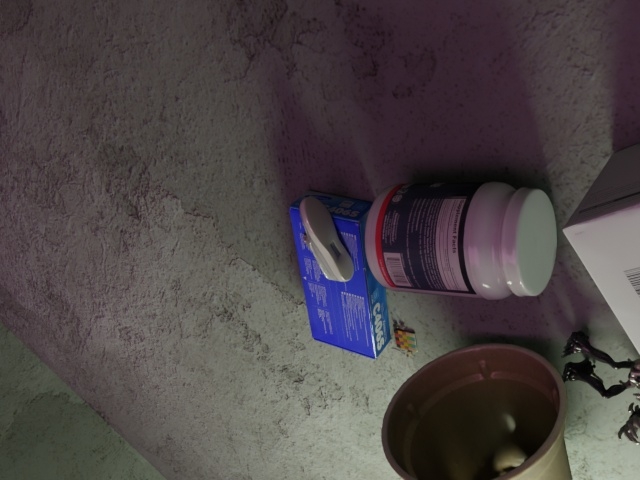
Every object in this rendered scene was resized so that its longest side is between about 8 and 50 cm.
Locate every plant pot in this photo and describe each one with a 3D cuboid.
[{"bbox_3d":[0.325,0.412,1.322,0.334,0.334,0.305,-3,127,41],"label":"plant pot"}]

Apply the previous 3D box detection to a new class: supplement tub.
[{"bbox_3d":[0.229,-0.002,1.193,0.272,0.191,0.191,3,122,38],"label":"supplement tub"}]

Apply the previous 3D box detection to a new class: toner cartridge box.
[{"bbox_3d":[0.045,0.074,1.487,0.165,0.075,0.347,13,129,30],"label":"toner cartridge box"}]

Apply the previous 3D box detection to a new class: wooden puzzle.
[{"bbox_3d":[0.182,0.211,1.533,0.049,0.006,0.083,10,127,34],"label":"wooden puzzle"}]

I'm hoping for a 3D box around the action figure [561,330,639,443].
[{"bbox_3d":[0.534,0.254,1.183,0.276,0.141,0.164,20,131,31],"label":"action figure"}]

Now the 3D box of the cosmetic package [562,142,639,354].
[{"bbox_3d":[0.472,0.000,0.971,0.138,0.225,0.224,-23,105,49],"label":"cosmetic package"}]

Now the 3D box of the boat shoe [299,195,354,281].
[{"bbox_3d":[0.000,0.000,1.370,0.063,0.066,0.184,-9,125,41],"label":"boat shoe"}]
